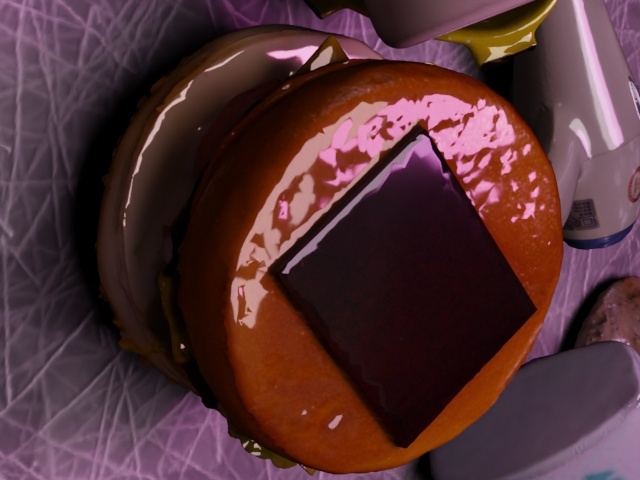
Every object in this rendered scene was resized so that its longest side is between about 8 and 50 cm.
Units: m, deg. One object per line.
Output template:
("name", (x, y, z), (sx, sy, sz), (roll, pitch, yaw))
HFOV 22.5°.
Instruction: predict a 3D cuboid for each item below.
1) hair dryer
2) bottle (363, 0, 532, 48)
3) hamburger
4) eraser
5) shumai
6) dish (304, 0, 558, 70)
("hair dryer", (0.168, -0.115, 1.197), (0.298, 0.119, 0.296), (-31, 117, -63))
("bottle", (0.066, -0.249, 0.989), (0.147, 0.147, 0.236), (-25, 96, -36))
("hamburger", (0.000, 0.000, 1.039), (0.291, 0.225, 0.291), (-9, 106, -33))
("eraser", (0.243, 0.212, 1.333), (0.189, 0.104, 0.290), (-34, 129, 16))
("shumai", (0.313, 0.130, 1.413), (0.201, 0.120, 0.201), (-8, 102, -44))
("dish", (0.088, -0.254, 1.126), (0.221, 0.108, 0.262), (15, 88, -2))
